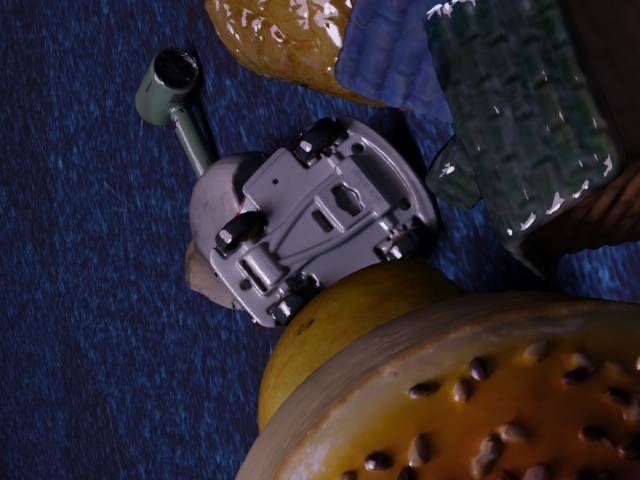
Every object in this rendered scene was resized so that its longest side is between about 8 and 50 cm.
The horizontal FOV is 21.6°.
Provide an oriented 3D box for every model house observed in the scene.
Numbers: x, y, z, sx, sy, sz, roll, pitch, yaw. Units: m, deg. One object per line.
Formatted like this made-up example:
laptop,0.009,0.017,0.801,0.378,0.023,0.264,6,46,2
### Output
model house,0.095,-0.081,0.722,0.166,0.172,0.183,115,138,-57

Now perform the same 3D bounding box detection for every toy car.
toy car,0.000,0.000,1.094,0.112,0.139,0.112,51,173,11

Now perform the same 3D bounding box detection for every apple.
apple,0.054,0.094,0.941,0.155,0.182,0.182,-64,32,12

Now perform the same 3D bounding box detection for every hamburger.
hamburger,0.010,-0.164,0.970,0.206,0.130,0.183,17,119,65
hamburger,0.096,0.164,0.708,0.176,0.300,0.300,-124,28,-69

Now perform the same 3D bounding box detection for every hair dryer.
hair dryer,-0.114,-0.089,1.462,0.150,0.047,0.071,66,156,14

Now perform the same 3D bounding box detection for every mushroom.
mushroom,-0.065,-0.001,1.303,0.116,0.093,0.225,57,154,-2
